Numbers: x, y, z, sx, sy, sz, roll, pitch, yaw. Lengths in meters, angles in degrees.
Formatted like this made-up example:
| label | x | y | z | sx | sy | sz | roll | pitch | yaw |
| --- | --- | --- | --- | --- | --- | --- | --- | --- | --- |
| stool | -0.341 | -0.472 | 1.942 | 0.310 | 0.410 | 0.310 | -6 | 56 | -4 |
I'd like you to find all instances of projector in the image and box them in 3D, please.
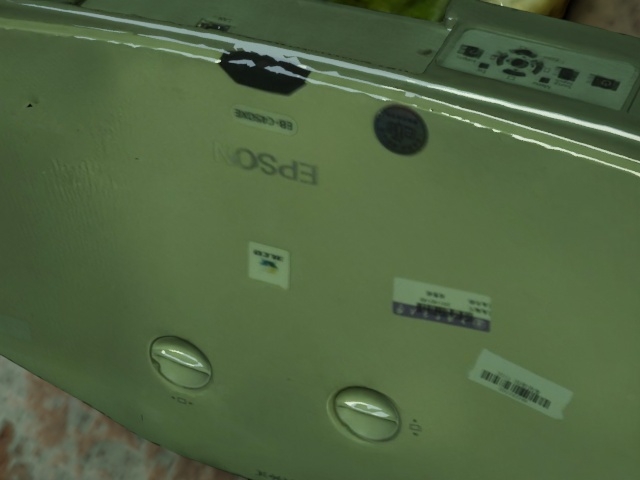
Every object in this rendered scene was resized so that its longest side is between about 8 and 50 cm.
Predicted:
| label | x | y | z | sx | sy | sz | roll | pitch | yaw |
| --- | --- | --- | --- | --- | --- | --- | --- | --- | --- |
| projector | 0.000 | 0.000 | 0.605 | 0.270 | 0.193 | 0.088 | 14 | 41 | 19 |

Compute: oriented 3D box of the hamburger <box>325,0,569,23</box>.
| label | x | y | z | sx | sy | sz | roll | pitch | yaw |
| --- | --- | --- | --- | --- | --- | --- | --- | --- | --- |
| hamburger | -0.007 | -0.145 | 0.691 | 0.330 | 0.162 | 0.209 | -31 | 54 | 14 |
